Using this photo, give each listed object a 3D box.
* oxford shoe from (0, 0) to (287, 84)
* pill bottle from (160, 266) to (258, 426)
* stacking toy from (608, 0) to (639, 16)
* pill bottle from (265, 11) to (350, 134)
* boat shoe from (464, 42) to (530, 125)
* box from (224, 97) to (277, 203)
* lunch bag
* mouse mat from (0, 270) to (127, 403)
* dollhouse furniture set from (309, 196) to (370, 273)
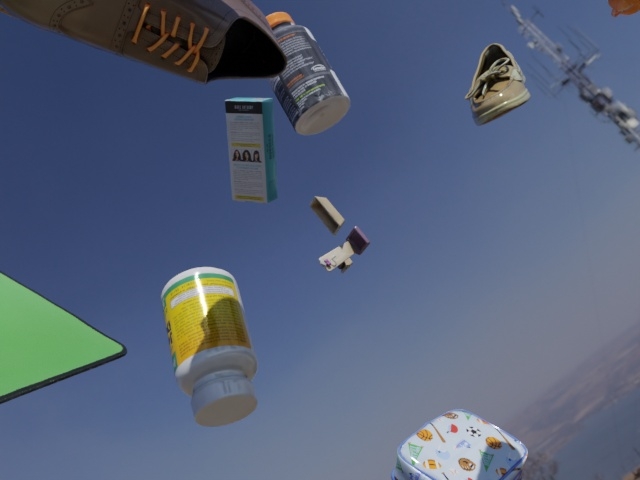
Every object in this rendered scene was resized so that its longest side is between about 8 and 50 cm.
[{"bbox_3d":[-0.169,-0.241,0.692,0.363,0.133,0.130,-11,-42,-53],"label":"oxford shoe"},{"bbox_3d":[-0.156,0.151,0.943,0.117,0.208,0.118,-14,-36,-10],"label":"pill bottle"},{"bbox_3d":[0.357,-0.401,0.895,0.302,0.166,0.175,24,-78,-34],"label":"stacking toy"},{"bbox_3d":[-0.048,-0.351,1.361,0.130,0.246,0.130,-25,-16,-8],"label":"pill bottle"},{"bbox_3d":[0.307,-0.280,1.170,0.104,0.089,0.285,-24,17,23],"label":"boat shoe"},{"bbox_3d":[-0.163,-0.215,1.575,0.060,0.100,0.244,-39,-49,-61],"label":"box"},{"bbox_3d":[0.320,0.518,1.496,0.303,0.243,0.115,-18,-54,-45],"label":"lunch bag"},{"bbox_3d":[-0.238,0.044,0.425,0.007,0.189,0.152,-67,-15,10],"label":"mouse mat"},{"bbox_3d":[0.000,0.000,1.040,0.081,0.114,0.091,-32,-13,-32],"label":"dollhouse furniture set"}]
